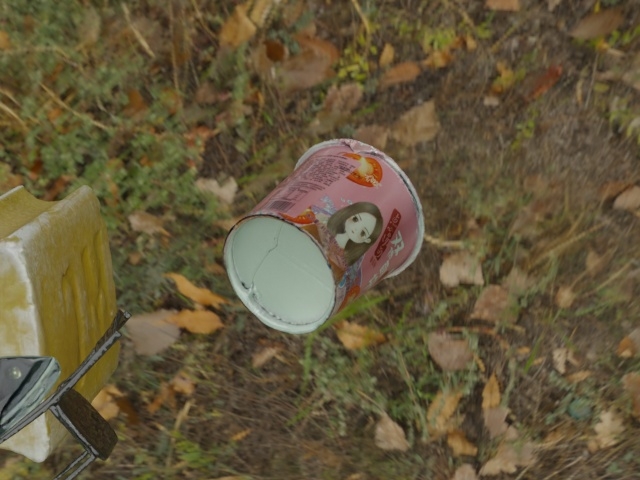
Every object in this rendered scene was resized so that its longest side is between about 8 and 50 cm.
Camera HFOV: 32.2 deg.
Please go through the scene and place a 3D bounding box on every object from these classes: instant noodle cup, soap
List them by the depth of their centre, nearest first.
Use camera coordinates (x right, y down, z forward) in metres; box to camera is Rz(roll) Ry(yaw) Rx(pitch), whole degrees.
[{"bbox_3d":[-0.384,0.096,1.456,0.156,0.335,0.293,0,103,6],"label":"soap"},{"bbox_3d":[0.000,0.000,1.641,0.243,0.243,0.231,34,40,13],"label":"instant noodle cup"}]

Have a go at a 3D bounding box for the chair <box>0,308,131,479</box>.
[{"bbox_3d":[-0.102,0.075,0.485,0.042,0.037,0.086,43,96,-7],"label":"chair"}]

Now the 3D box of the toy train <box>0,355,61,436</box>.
[{"bbox_3d":[-0.259,0.124,0.598,0.252,0.048,0.055,-25,92,-20],"label":"toy train"}]
